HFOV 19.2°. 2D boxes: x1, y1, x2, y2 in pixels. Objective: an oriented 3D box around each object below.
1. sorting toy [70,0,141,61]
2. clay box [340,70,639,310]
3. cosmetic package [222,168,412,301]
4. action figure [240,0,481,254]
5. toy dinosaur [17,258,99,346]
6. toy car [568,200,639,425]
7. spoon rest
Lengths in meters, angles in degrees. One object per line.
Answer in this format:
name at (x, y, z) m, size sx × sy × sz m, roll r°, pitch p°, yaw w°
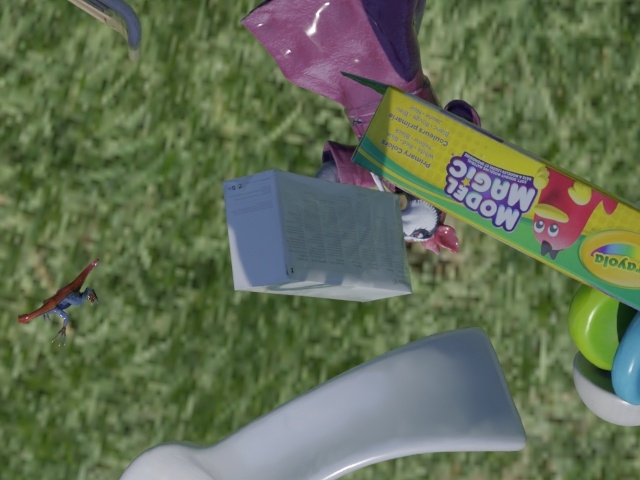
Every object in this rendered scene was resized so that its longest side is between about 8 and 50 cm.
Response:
sorting toy at (-0.211, -0.214, 1.408) m, size 0.208 × 0.038 × 0.193 m, roll 37°, pitch 178°, yaw -5°
clay box at (0.112, -0.023, 1.060) m, size 0.222 × 0.053 × 0.127 m, roll 27°, pitch -176°, yaw 19°
cosmetic package at (0.000, 0.000, 1.696) m, size 0.060 × 0.099 × 0.239 m, roll -14°, pitch 169°, yaw 27°
action figure at (0.067, -0.152, 2.053) m, size 0.248 × 0.276 × 0.370 m, roll -9°, pitch 115°, yaw 36°
toy dinosaur at (-0.275, 0.061, 1.956) m, size 0.047 × 0.090 × 0.082 m, roll 12°, pitch -170°, yaw 41°
toy car at (0.256, 0.067, 1.232) m, size 0.182 × 0.136 × 0.159 m, roll 7°, pitch 119°, yaw -10°
spoon rest at (-0.030, 0.126, 0.822) m, size 0.084 × 0.137 × 0.276 m, roll 4°, pitch 145°, yaw -39°
